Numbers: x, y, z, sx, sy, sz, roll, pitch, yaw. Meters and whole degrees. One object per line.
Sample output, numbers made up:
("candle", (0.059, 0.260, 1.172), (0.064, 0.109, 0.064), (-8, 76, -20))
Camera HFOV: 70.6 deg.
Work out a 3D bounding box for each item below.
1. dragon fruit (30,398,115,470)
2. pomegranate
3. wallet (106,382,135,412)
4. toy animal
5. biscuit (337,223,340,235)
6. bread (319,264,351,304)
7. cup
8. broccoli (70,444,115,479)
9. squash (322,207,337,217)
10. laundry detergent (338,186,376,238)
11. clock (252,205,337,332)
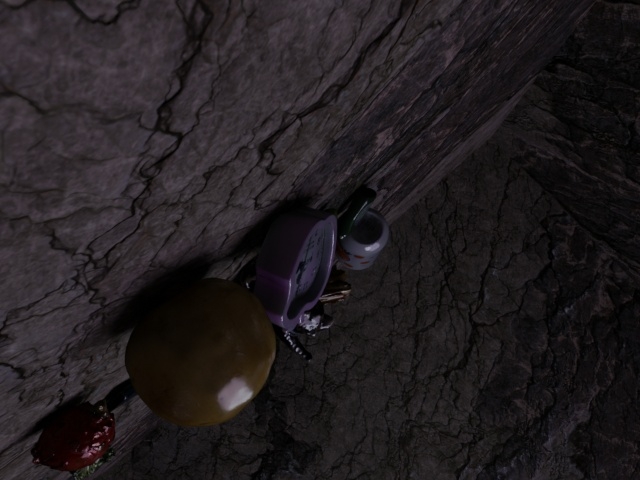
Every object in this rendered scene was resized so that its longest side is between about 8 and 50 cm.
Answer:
("dragon fruit", (-0.653, 0.525, 1.217), (0.209, 0.172, 0.172), (-29, 169, -11))
("pomegranate", (-0.267, 0.240, 1.014), (0.332, 0.332, 0.332), (-40, 171, -8))
("wallet", (-0.613, 0.501, 1.624), (0.190, 0.046, 0.379), (-43, 173, 26))
("toy animal", (-0.121, 0.217, 1.444), (0.194, 0.344, 0.303), (-82, -170, -50))
("biscuit", (0.000, 0.000, 1.750), (0.194, 0.053, 0.194), (-40, 170, -9))
("bread", (-0.073, 0.172, 1.762), (0.314, 0.192, 0.370), (-12, 175, -17))
("cup", (0.173, -0.012, 1.915), (0.212, 0.212, 0.317), (-39, 169, -12))
("broccoli", (-0.830, 0.721, 1.594), (0.164, 0.145, 0.304), (-22, 151, -35))
("squash", (-0.036, -0.016, 1.493), (0.258, 0.069, 0.069), (-46, 169, 29))
("laundry detergent", (0.129, -0.095, 1.677), (0.211, 0.063, 0.137), (-61, 168, 29))
("clock", (-0.063, 0.073, 1.216), (0.338, 0.102, 0.339), (18, 90, -72))
